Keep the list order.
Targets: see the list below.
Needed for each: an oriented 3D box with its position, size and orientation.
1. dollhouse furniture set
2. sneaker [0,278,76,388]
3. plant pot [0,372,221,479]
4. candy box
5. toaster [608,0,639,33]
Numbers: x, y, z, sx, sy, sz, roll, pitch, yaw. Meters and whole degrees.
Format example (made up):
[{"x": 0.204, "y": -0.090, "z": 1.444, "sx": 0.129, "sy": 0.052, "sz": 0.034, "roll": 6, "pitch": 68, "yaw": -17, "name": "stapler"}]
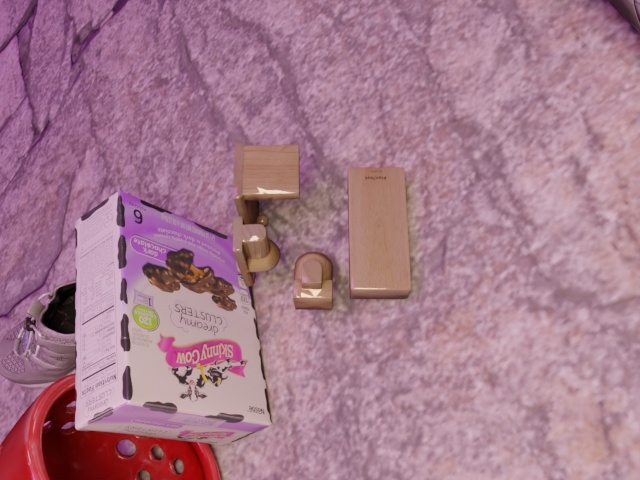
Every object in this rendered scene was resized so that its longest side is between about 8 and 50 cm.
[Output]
[{"x": 0.000, "y": 0.000, "z": 0.661, "sx": 0.151, "sy": 0.123, "sz": 0.144, "roll": -1, "pitch": 67, "yaw": 1, "name": "dollhouse furniture set"}, {"x": -0.288, "y": 0.087, "z": 0.791, "sx": 0.281, "sy": 0.115, "sz": 0.105, "roll": -26, "pitch": 57, "yaw": 28, "name": "sneaker"}, {"x": -0.211, "y": 0.239, "z": 0.620, "sx": 0.174, "sy": 0.191, "sz": 0.191, "roll": -45, "pitch": 50, "yaw": 19, "name": "plant pot"}, {"x": -0.134, "y": 0.076, "z": 0.642, "sx": 0.070, "sy": 0.164, "sz": 0.196, "roll": -29, "pitch": 57, "yaw": 28, "name": "candy box"}, {"x": 0.264, "y": -0.232, "z": 0.483, "sx": 0.227, "sy": 0.129, "sz": 0.147, "roll": -34, "pitch": 56, "yaw": 21, "name": "toaster"}]
